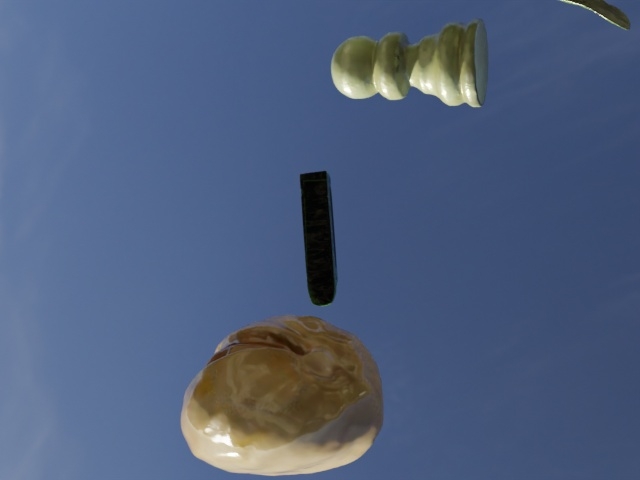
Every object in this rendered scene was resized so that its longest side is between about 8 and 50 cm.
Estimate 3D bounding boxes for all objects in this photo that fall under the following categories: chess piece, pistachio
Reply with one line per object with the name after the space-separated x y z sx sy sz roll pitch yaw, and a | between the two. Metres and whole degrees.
0.139 -0.287 1.605 0.251 0.144 0.144 1 -108 18 | chess piece
-0.052 0.215 1.319 0.309 0.230 0.229 -25 -122 41 | pistachio

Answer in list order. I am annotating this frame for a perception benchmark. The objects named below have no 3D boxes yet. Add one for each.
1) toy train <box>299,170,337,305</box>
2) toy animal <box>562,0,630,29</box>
0.000 0.000 1.506 0.044 0.042 0.209 -7 -103 13 | toy train
0.292 -0.329 1.226 0.217 0.075 0.041 34 -94 23 | toy animal
